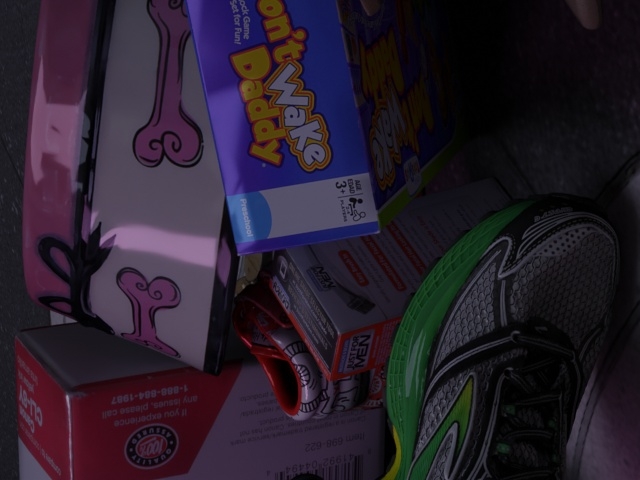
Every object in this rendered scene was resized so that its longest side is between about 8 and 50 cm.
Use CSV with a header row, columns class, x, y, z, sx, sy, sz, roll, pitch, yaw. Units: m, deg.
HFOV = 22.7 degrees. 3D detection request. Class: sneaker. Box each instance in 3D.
class,x,y,z,sx,sy,sz,roll,pitch,yaw
sneaker,0.109,0.138,0.945,0.146,0.134,0.343,14,85,64
sneaker,0.001,0.001,1.198,0.090,0.145,0.270,0,104,65

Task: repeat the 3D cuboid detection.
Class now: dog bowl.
class,x,y,z,sx,sy,sz,roll,pitch,yaw
dog bowl,-0.119,-0.111,1.176,0.408,0.150,0.408,-172,90,-86

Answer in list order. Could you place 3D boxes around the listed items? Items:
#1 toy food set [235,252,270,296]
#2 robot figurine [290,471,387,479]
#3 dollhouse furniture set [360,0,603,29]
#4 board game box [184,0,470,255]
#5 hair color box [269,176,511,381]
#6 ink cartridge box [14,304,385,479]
class,x,y,z,sx,sy,sz,roll,pitch,yaw
toy food set,-0.053,0.052,1.503,0.078,0.019,0.122,61,145,28
robot figurine,0.073,0.261,1.164,0.278,0.173,0.209,120,134,-57
dollhouse furniture set,0.116,-0.213,0.725,0.259,0.262,0.135,50,-163,-69
board game box,0.009,-0.143,0.937,0.347,0.078,0.233,-42,-57,-73
hair color box,0.062,0.023,1.050,0.093,0.167,0.053,57,150,36
ink cartridge box,-0.103,0.261,1.353,0.160,0.279,0.385,28,120,58
